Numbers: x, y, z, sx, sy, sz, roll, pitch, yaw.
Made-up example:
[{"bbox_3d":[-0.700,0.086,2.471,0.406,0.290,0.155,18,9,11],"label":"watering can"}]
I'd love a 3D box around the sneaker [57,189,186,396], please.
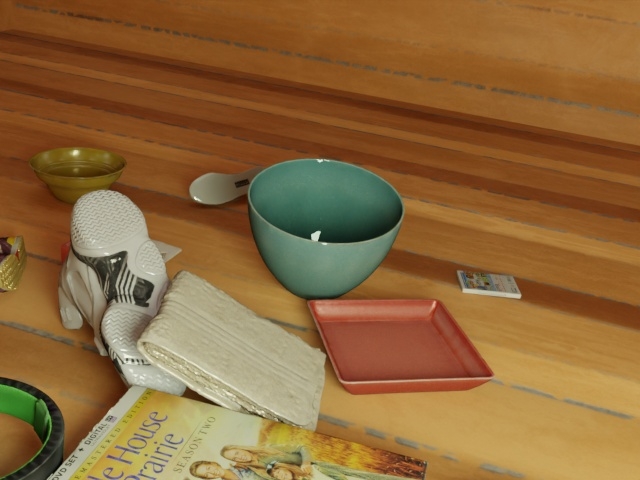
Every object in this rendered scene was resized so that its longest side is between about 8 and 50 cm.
[{"bbox_3d":[-0.315,0.118,1.218,0.137,0.210,0.366,-10,63,-33],"label":"sneaker"}]

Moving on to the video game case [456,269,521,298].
[{"bbox_3d":[0.351,0.091,1.604,0.121,0.011,0.087,6,24,-2],"label":"video game case"}]

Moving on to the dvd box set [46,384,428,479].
[{"bbox_3d":[-0.100,0.319,0.901,0.420,0.062,0.308,12,24,11],"label":"dvd box set"}]

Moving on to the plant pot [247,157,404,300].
[{"bbox_3d":[0.000,0.000,1.458,0.290,0.196,0.290,6,35,-4],"label":"plant pot"}]

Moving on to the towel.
[{"bbox_3d":[-0.118,0.167,1.114,0.282,0.049,0.187,34,28,-11],"label":"towel"}]

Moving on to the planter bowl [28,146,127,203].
[{"bbox_3d":[-0.562,-0.142,1.778,0.217,0.090,0.217,6,24,-3],"label":"planter bowl"}]

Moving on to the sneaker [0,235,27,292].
[{"bbox_3d":[-0.591,0.046,1.388,0.083,0.070,0.185,-6,19,-8],"label":"sneaker"}]

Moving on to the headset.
[{"bbox_3d":[-0.485,0.228,0.845,0.394,0.185,0.243,-10,29,-37],"label":"headset"}]

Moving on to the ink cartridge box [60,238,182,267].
[{"bbox_3d":[-0.374,0.040,1.450,0.198,0.067,0.115,13,25,17],"label":"ink cartridge box"}]

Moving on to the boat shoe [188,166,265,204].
[{"bbox_3d":[-0.226,-0.128,1.878,0.219,0.078,0.070,-13,-4,-31],"label":"boat shoe"}]

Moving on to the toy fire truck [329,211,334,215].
[{"bbox_3d":[0.004,-0.020,1.604,0.192,0.135,0.047,11,24,9],"label":"toy fire truck"}]

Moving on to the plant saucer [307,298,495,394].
[{"bbox_3d":[0.124,0.181,1.295,0.258,0.048,0.258,1,24,-14],"label":"plant saucer"}]
